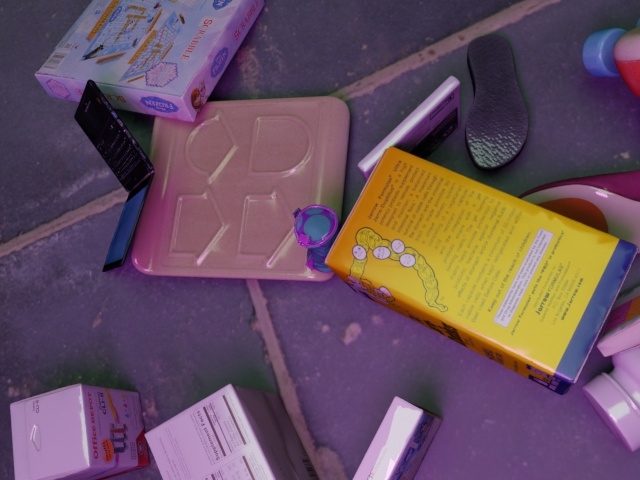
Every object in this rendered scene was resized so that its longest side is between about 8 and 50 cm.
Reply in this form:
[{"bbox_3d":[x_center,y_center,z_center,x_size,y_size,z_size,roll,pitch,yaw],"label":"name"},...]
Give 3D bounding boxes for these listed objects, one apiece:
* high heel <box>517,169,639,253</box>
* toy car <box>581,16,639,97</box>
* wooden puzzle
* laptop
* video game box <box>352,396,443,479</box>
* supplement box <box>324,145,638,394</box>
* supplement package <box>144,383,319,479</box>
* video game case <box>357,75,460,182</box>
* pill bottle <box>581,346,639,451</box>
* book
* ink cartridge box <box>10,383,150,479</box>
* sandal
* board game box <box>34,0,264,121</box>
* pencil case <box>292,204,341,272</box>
[{"bbox_3d":[0.481,-0.063,0.991,0.378,0.127,0.181,6,35,33],"label":"high heel"},{"bbox_3d":[0.536,-0.212,0.987,0.210,0.219,0.237,-25,110,-17],"label":"toy car"},{"bbox_3d":[-0.129,-0.087,1.180,0.348,0.080,0.321,2,75,12],"label":"wooden puzzle"},{"bbox_3d":[-0.373,-0.096,1.148,0.137,0.234,0.264,-38,101,-23],"label":"laptop"},{"bbox_3d":[0.091,0.319,0.928,0.048,0.187,0.205,26,82,21],"label":"video game box"},{"bbox_3d":[0.221,0.045,0.969,0.357,0.194,0.195,26,82,22],"label":"supplement box"},{"bbox_3d":[-0.095,0.358,0.961,0.145,0.204,0.261,-31,68,5],"label":"supplement package"},{"bbox_3d":[0.143,-0.151,1.062,0.190,0.173,0.022,-44,73,0],"label":"video game case"},{"bbox_3d":[0.474,0.163,0.889,0.246,0.136,0.136,-36,67,4],"label":"pill bottle"},{"bbox_3d":[0.424,0.094,0.909,0.096,0.144,0.035,-37,90,39],"label":"book"},{"bbox_3d":[-0.374,0.307,1.073,0.128,0.176,0.128,-18,70,11],"label":"ink cartridge box"},{"bbox_3d":[0.285,-0.220,1.114,0.097,0.054,0.254,2,65,10],"label":"sandal"},{"bbox_3d":[-0.311,-0.377,1.276,0.318,0.066,0.318,13,61,20],"label":"board game box"},{"bbox_3d":[0.000,0.000,1.007,0.070,0.151,0.064,-40,71,-6],"label":"pencil case"}]
